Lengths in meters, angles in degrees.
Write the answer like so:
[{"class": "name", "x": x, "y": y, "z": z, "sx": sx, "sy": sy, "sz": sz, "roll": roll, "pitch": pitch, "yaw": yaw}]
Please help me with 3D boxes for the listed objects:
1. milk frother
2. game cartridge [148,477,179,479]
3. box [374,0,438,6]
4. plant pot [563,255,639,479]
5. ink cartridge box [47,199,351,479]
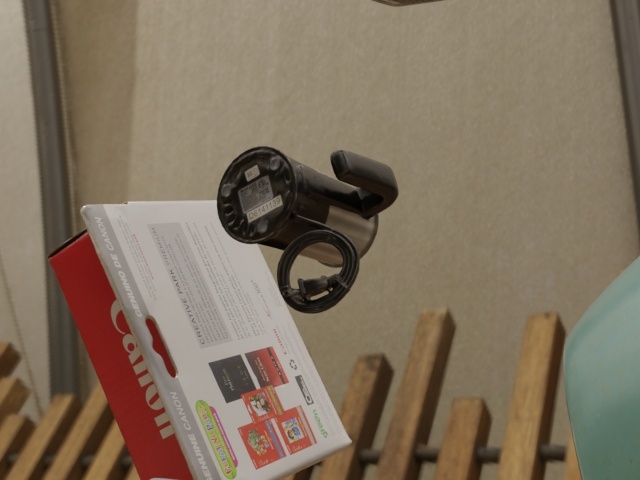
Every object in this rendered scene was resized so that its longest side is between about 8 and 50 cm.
[{"class": "milk frother", "x": 0.000, "y": 0.000, "z": 0.857, "sx": 0.129, "sy": 0.143, "sz": 0.134, "roll": -8, "pitch": -14, "yaw": 34}, {"class": "game cartridge", "x": -0.109, "y": 0.207, "z": 0.687, "sx": 0.017, "sy": 0.083, "sz": 0.056, "roll": 3, "pitch": -12, "yaw": -23}, {"class": "box", "x": 0.103, "y": -0.283, "z": 0.665, "sx": 0.056, "sy": 0.231, "sz": 0.183, "roll": 10, "pitch": 0, "yaw": -32}, {"class": "plant pot", "x": 0.232, "y": 0.091, "z": 0.373, "sx": 0.235, "sy": 0.293, "sz": 0.293, "roll": -20, "pitch": -56, "yaw": 19}, {"class": "ink cartridge box", "x": -0.140, "y": 0.120, "z": 1.022, "sx": 0.130, "sy": 0.272, "sz": 0.309, "roll": -31, "pitch": -103, "yaw": 26}]
